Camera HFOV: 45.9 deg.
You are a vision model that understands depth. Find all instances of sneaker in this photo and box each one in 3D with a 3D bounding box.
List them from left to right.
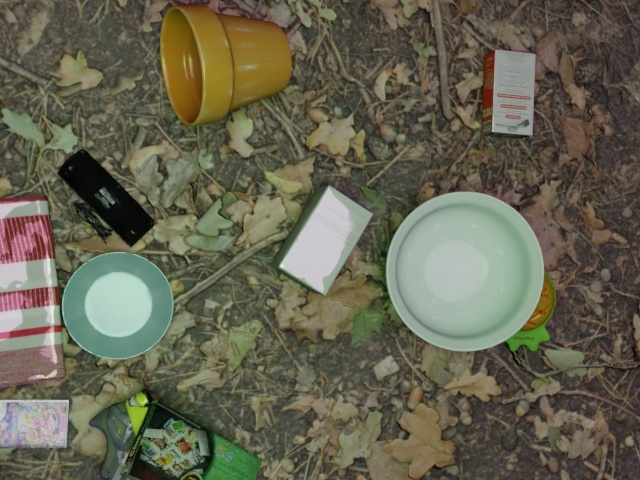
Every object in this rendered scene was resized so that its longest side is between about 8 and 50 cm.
[{"bbox_3d":[-0.328,0.425,1.362,0.121,0.111,0.299,-15,88,-3],"label":"sneaker"}]

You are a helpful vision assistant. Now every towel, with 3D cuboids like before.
[{"bbox_3d":[-0.579,0.092,1.308,0.237,0.037,0.328,-6,86,-14],"label":"towel"}]

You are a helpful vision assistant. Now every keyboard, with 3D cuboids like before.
[{"bbox_3d":[-0.401,-0.067,1.374,0.192,0.038,0.100,47,57,-8],"label":"keyboard"}]

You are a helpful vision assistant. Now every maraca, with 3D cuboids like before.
[{"bbox_3d":[0.410,0.135,1.524,0.127,0.099,0.185,-1,101,10],"label":"maraca"}]

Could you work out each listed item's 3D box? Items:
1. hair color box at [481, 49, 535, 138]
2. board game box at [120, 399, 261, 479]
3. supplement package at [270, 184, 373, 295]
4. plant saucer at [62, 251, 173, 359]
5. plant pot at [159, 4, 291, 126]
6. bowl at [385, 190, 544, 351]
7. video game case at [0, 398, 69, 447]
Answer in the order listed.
[{"bbox_3d":[0.382,-0.296,1.538,0.093,0.053,0.167,3,88,-14],"label":"hair color box"},{"bbox_3d":[-0.222,0.402,1.342,0.260,0.030,0.136,41,51,-31],"label":"board game box"},{"bbox_3d":[0.000,0.000,1.423,0.105,0.105,0.179,33,83,-12],"label":"supplement package"},{"bbox_3d":[-0.366,0.117,1.374,0.195,0.037,0.194,0,90,-12],"label":"plant saucer"},{"bbox_3d":[-0.162,-0.318,1.348,0.188,0.205,0.205,-13,94,-28],"label":"plant pot"},{"bbox_3d":[0.266,0.059,1.458,0.298,0.134,0.297,0,87,-2],"label":"bowl"},{"bbox_3d":[-0.516,0.328,1.353,0.122,0.011,0.087,3,90,-13],"label":"video game case"}]
